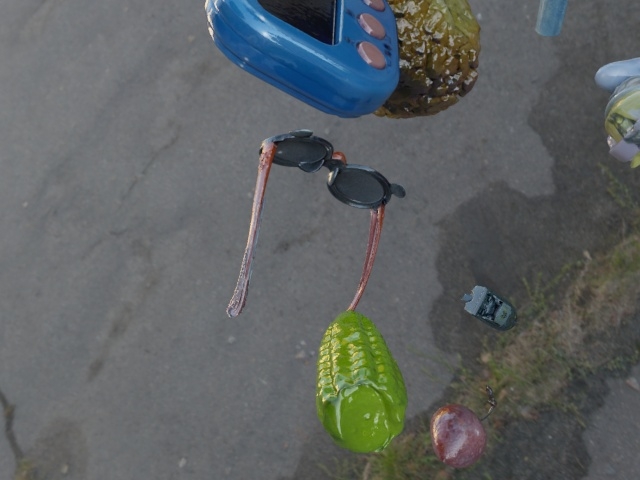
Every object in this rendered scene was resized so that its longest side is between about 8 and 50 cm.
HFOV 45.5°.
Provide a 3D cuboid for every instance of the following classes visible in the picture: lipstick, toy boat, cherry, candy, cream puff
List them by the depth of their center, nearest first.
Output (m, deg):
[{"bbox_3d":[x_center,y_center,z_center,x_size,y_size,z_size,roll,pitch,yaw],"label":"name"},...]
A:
[{"bbox_3d":[0.039,0.140,0.839,0.096,0.097,0.209,-35,20,12],"label":"candy"},{"bbox_3d":[0.306,0.125,1.329,0.060,0.141,0.055,25,87,46],"label":"toy boat"},{"bbox_3d":[0.255,0.319,1.351,0.090,0.107,0.225,-45,-1,34],"label":"cherry"},{"bbox_3d":[0.165,-0.399,1.557,0.326,0.343,0.231,12,52,12],"label":"cream puff"},{"bbox_3d":[0.526,-0.587,1.677,0.061,0.274,0.068,-3,43,-3],"label":"lipstick"}]

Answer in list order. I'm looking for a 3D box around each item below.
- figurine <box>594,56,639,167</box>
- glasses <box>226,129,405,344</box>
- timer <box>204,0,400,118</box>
[{"bbox_3d":[0.418,-0.146,0.896,0.208,0.128,0.184,34,52,10],"label":"figurine"},{"bbox_3d":[0.000,0.000,1.058,0.118,0.234,0.269,-14,60,44],"label":"glasses"},{"bbox_3d":[-0.024,-0.343,1.178,0.115,0.308,0.340,-47,27,38],"label":"timer"}]
